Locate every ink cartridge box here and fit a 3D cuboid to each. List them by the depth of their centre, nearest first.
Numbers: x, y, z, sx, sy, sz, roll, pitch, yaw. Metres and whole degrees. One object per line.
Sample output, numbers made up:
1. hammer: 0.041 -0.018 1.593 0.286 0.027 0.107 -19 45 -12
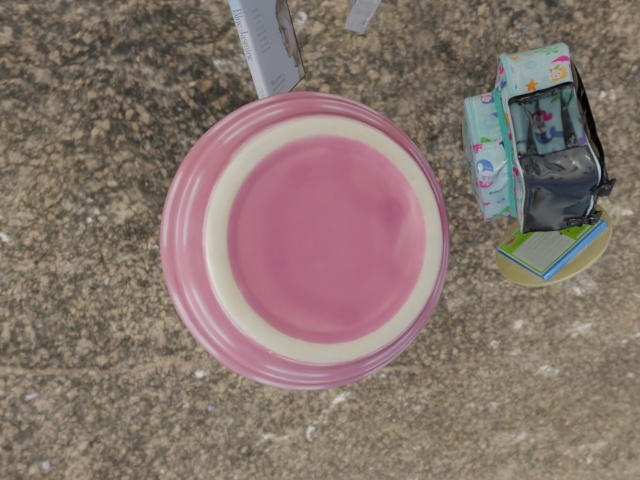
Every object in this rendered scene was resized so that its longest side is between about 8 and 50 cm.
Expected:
1. ink cartridge box: 0.092 -0.482 0.926 0.046 0.207 0.097 12 93 -7

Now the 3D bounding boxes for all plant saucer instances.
1. plant saucer: 0.000 0.000 0.522 0.332 0.084 0.332 0 89 -15

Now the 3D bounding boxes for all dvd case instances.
1. dvd case: -0.090 -0.366 0.804 0.022 0.180 0.253 -1 126 23

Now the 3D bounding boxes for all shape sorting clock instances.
1. shape sorting clock: 0.421 0.002 0.889 0.206 0.206 0.040 -43 120 3

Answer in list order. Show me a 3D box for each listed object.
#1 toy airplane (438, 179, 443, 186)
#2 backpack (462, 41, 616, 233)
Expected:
1. toy airplane: 0.237 -0.080 1.093 0.028 0.151 0.151 40 98 8
2. backpack: 0.315 -0.155 0.736 0.191 0.253 0.225 -2 157 22
